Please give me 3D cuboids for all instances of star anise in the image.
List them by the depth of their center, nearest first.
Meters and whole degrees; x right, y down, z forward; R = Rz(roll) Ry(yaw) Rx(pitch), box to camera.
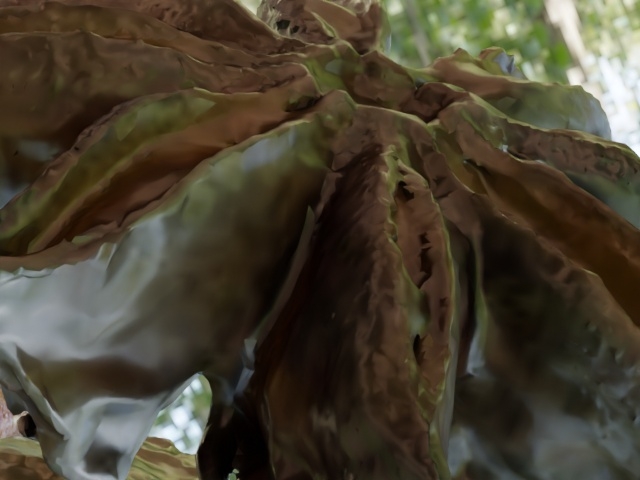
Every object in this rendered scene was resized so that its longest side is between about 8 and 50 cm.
[{"bbox_3d":[0.002,0.000,0.576,0.332,0.117,0.331,18,-152,-10],"label":"star anise"}]

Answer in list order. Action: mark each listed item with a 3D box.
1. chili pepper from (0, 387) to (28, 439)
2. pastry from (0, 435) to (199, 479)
[{"bbox_3d":[-0.312,0.133,1.416,0.131,0.134,0.338,-46,176,-2],"label":"chili pepper"},{"bbox_3d":[-0.113,0.181,0.650,0.121,0.235,0.257,21,-140,37],"label":"pastry"}]
